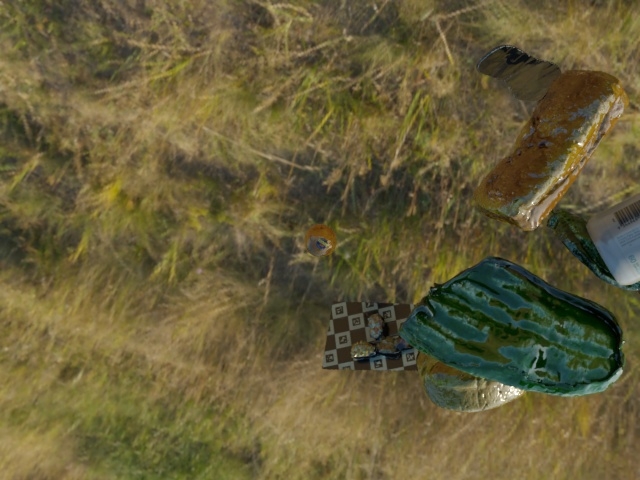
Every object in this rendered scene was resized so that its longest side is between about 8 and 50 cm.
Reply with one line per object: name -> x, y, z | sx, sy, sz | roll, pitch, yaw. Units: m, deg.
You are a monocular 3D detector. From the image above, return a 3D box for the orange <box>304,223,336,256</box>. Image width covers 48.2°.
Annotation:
orange -> 0.000, 0.000, 1.744 | 0.084, 0.083, 0.083 | 12, 145, 8

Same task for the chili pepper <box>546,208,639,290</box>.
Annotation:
chili pepper -> 0.531, 0.003, 1.415 | 0.279, 0.122, 0.065 | 46, 118, 26

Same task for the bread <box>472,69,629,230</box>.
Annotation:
bread -> 0.347, -0.145, 1.103 | 0.077, 0.271, 0.139 | 39, 178, -31

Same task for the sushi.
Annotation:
sushi -> 0.140, 0.244, 1.853 | 0.280, 0.192, 0.043 | 0, 156, 21

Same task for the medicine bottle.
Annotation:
medicine bottle -> 0.578, -0.025, 1.209 | 0.215, 0.135, 0.135 | -30, 127, 22

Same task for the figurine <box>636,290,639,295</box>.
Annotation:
figurine -> 0.999, 0.086, 2.023 | 0.174, 0.240, 0.116 | 52, 175, -3

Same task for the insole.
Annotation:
insole -> 0.445, -0.366, 1.575 | 0.119, 0.009, 0.348 | -35, 155, 33

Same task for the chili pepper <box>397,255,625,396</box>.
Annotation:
chili pepper -> 0.340, 0.157, 1.273 | 0.385, 0.213, 0.167 | 15, 162, 7

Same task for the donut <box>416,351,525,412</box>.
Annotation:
donut -> 0.355, 0.294, 1.625 | 0.262, 0.208, 0.128 | -12, 108, -6
